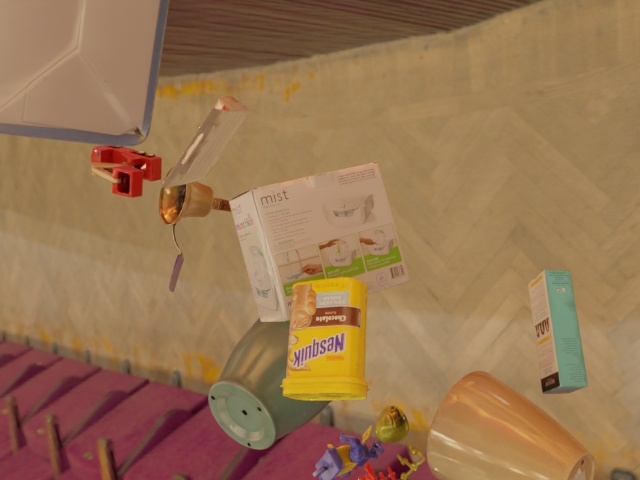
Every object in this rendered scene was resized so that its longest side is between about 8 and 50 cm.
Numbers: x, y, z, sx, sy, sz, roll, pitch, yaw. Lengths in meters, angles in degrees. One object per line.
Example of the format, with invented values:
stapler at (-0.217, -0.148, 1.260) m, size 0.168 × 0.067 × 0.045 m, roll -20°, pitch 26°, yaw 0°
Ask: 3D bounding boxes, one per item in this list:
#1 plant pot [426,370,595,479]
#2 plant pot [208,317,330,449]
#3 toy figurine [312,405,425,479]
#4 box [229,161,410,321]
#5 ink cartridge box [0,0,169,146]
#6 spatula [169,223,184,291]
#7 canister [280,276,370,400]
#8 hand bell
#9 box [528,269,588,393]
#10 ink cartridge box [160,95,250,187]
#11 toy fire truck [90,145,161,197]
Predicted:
plant pot at (0.407, 0.440, 1.401) m, size 0.274 × 0.256 × 0.256 m, roll 19°, pitch 112°, yaw 46°
plant pot at (-0.110, 0.324, 1.549) m, size 0.271 × 0.255 × 0.272 m, roll 18°, pitch 126°, yaw 27°
toy figurine at (0.091, 0.605, 1.821) m, size 0.191 × 0.217 × 0.362 m, roll 65°, pitch 147°, yaw 29°
box at (0.000, 0.000, 1.215) m, size 0.127 × 0.262 × 0.231 m, roll -16°, pitch 90°, yaw 62°
ink cartridge box at (-0.287, -0.257, 0.648) m, size 0.395 × 0.151 × 0.270 m, roll 24°, pitch 106°, yaw 49°
spatula at (-0.369, -0.018, 1.740) m, size 0.084 × 0.030 × 0.296 m, roll 100°, pitch 169°, yaw -83°
canister at (0.010, 0.146, 1.007) m, size 0.126 × 0.073 × 0.170 m, roll -9°, pitch 66°, yaw 28°
hand bell at (-0.211, -0.078, 1.465) m, size 0.126 × 0.242 × 0.126 m, roll -14°, pitch 71°, yaw 50°
box at (0.494, 0.191, 1.419) m, size 0.100 × 0.060 × 0.244 m, roll 99°, pitch 170°, yaw -69°
ink cartridge box at (-0.186, -0.154, 1.043) m, size 0.045 × 0.179 × 0.145 m, roll 38°, pitch 105°, yaw 5°
toy fire truck at (-0.363, -0.130, 1.225) m, size 0.192 × 0.135 × 0.047 m, roll 17°, pitch 111°, yaw 28°
